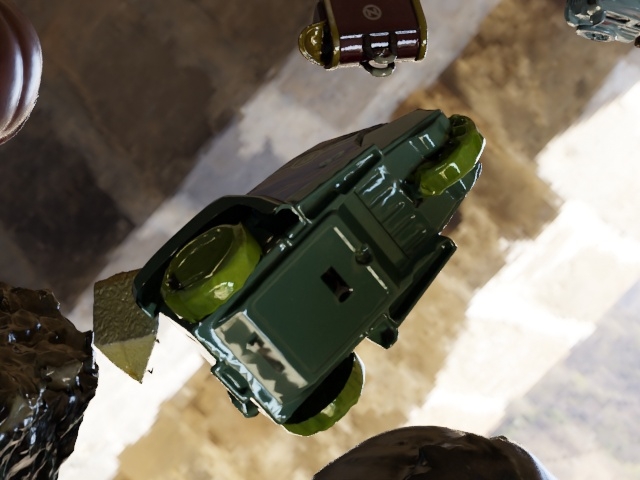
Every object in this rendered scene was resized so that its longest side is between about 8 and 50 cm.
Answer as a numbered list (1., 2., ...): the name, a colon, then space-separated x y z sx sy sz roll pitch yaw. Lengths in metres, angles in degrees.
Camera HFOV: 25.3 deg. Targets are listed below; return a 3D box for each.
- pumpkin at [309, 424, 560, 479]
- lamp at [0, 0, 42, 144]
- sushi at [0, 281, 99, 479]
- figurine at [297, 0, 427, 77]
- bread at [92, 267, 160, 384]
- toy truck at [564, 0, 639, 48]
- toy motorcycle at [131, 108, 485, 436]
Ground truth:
1. pumpkin: 0.142 0.434 1.676 0.454 0.344 0.454 16 60 -30
2. lamp: -0.497 -0.225 1.769 0.303 0.257 0.303 9 19 -3
3. sushi: -0.301 0.131 1.102 0.211 0.171 0.350 31 14 7
4. figurine: 0.049 -0.227 1.647 0.154 0.082 0.098 -8 52 -16
5. bread: -0.166 0.088 1.388 0.109 0.080 0.084 52 32 -52
6. toy truck: 0.484 -0.304 1.843 0.305 0.136 0.162 15 -4 -9
7. toy motorcycle: 0.000 0.000 1.306 0.191 0.326 0.200 50 -14 -26
